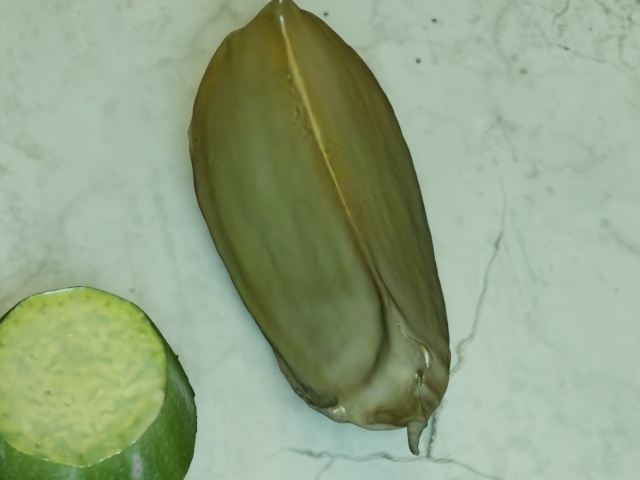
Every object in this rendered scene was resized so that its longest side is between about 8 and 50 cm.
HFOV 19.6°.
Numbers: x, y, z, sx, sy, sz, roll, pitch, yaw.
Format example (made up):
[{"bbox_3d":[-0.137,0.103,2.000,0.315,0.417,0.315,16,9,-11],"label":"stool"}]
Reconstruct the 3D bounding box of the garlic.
[{"bbox_3d":[0.005,0.015,1.224,0.151,0.196,0.338,-16,67,1],"label":"garlic"}]

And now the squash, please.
[{"bbox_3d":[-0.161,0.105,1.196,0.170,0.123,0.170,2,68,-5],"label":"squash"}]
